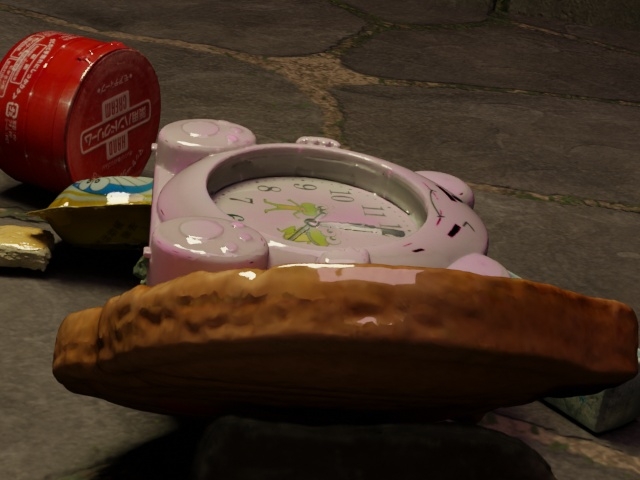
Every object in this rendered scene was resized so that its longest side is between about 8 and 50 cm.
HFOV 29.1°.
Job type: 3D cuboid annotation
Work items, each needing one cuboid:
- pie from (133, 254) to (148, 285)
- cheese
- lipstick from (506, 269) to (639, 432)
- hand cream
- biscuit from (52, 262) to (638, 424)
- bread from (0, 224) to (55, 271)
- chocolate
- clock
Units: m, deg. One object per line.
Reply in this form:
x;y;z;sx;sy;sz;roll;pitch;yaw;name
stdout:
-0.042;0.057;1.212;0.302;0.067;0.302;7;23;-3;pie
-0.184;-0.025;1.329;0.270;0.069;0.177;3;-8;-41;cheese
0.193;0.085;1.207;0.077;0.076;0.290;-9;28;-38;lipstick
-0.289;-0.146;1.449;0.125;0.193;0.193;18;25;25;hand cream
-0.007;0.087;0.862;0.350;0.078;0.455;9;-14;-13;biscuit
-0.313;0.007;1.285;0.070;0.035;0.083;4;17;-10;bread
0.033;0.205;0.837;0.254;0.157;0.080;4;-20;-4;chocolate
0.000;0.000;1.135;0.322;0.113;0.295;6;28;-9;clock
